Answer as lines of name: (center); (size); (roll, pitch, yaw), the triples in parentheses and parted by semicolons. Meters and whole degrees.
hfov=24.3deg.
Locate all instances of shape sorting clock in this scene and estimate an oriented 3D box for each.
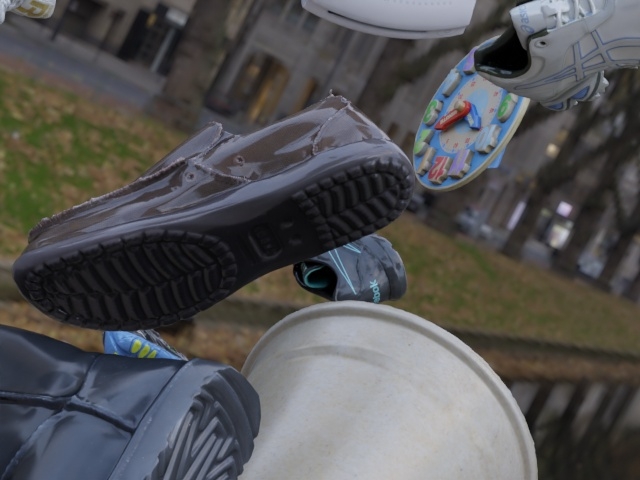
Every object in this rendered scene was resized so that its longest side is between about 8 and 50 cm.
shape sorting clock: (0.175, -0.150, 1.729); (0.040, 0.206, 0.206); (25, 5, -27)

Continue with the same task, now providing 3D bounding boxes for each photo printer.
photo printer: (0.098, -0.430, 2.079); (0.256, 0.307, 0.107); (8, -21, -10)

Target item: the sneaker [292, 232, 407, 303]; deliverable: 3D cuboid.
sneaker: (0.000, 0.000, 1.932); (0.267, 0.106, 0.101); (42, -31, 44)

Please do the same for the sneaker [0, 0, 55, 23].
sneaker: (-0.388, -0.304, 1.829); (0.169, 0.108, 0.292); (31, 44, -43)

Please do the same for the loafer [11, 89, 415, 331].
loafer: (-0.100, -0.028, 1.340); (0.134, 0.366, 0.130); (74, -2, -49)

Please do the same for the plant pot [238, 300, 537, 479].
plant pot: (-0.001, 0.273, 1.406); (0.334, 0.334, 0.305); (28, 34, 12)

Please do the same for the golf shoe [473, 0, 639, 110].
golf shoe: (0.165, -0.137, 0.936); (0.086, 0.069, 0.176); (6, -28, -27)

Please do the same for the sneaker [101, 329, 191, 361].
sneaker: (-0.203, 0.129, 1.759); (0.188, 0.067, 0.078); (47, 16, -58)

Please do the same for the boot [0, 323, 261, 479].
boot: (-0.318, 0.212, 1.197); (0.445, 0.367, 0.146); (9, -47, 30)
